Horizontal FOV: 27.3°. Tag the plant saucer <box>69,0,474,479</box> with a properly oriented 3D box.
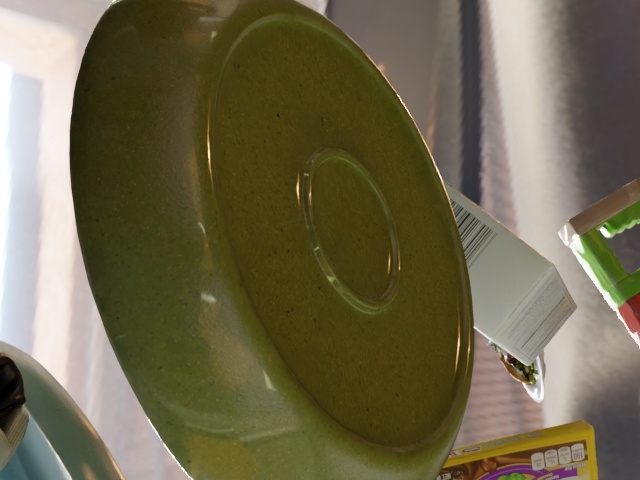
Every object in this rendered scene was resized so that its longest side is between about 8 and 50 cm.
[{"bbox_3d":[0.000,0.000,0.516,0.037,0.241,0.240,-20,-122,31],"label":"plant saucer"}]

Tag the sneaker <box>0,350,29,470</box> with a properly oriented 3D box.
[{"bbox_3d":[-0.240,0.114,0.785,0.132,0.086,0.229,-43,-149,-21],"label":"sneaker"}]

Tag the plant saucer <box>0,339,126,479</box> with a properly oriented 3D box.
[{"bbox_3d":[-0.193,0.202,0.995,0.317,0.044,0.317,42,-32,34],"label":"plant saucer"}]

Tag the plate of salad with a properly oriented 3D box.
[{"bbox_3d":[0.251,0.121,1.742,0.200,0.048,0.199,165,-90,-87],"label":"plate of salad"}]

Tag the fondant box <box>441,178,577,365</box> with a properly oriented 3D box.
[{"bbox_3d":[0.137,0.013,1.378,0.238,0.330,0.096,39,-89,17],"label":"fondant box"}]

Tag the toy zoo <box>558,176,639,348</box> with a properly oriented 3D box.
[{"bbox_3d":[0.328,0.064,0.922,0.293,0.192,0.030,57,-15,13],"label":"toy zoo"}]

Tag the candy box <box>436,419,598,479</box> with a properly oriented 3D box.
[{"bbox_3d":[0.128,0.216,1.061,0.027,0.206,0.105,-145,-133,-71],"label":"candy box"}]
